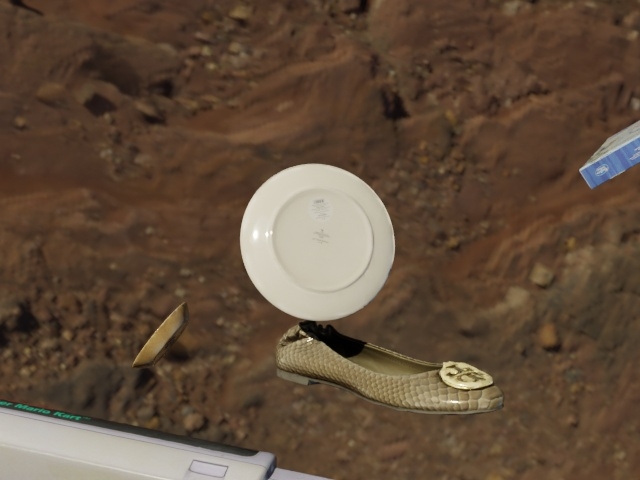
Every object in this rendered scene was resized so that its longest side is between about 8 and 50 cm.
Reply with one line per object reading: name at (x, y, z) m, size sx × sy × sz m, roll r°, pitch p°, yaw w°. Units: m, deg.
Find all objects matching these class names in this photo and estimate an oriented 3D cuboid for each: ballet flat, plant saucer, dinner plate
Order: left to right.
plant saucer at (-0.154, 0.098, 1.260) m, size 0.015 × 0.083 × 0.083 m, roll 39°, pitch 81°, yaw 3°
dinner plate at (0.000, 0.000, 1.121) m, size 0.141 × 0.017 × 0.141 m, roll 3°, pitch 78°, yaw -15°
ballet flat at (0.055, 0.111, 1.136) m, size 0.084 × 0.250 × 0.058 m, roll 2°, pitch 94°, yaw -46°

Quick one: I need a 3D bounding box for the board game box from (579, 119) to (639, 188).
board game box at (0.243, -0.078, 0.941) m, size 0.020 × 0.090 × 0.090 m, roll 57°, pitch 32°, yaw -3°

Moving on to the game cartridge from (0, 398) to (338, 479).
game cartridge at (-0.152, 0.233, 0.907) m, size 0.068 × 0.355 × 0.230 m, roll -49°, pitch 145°, yaw -63°
